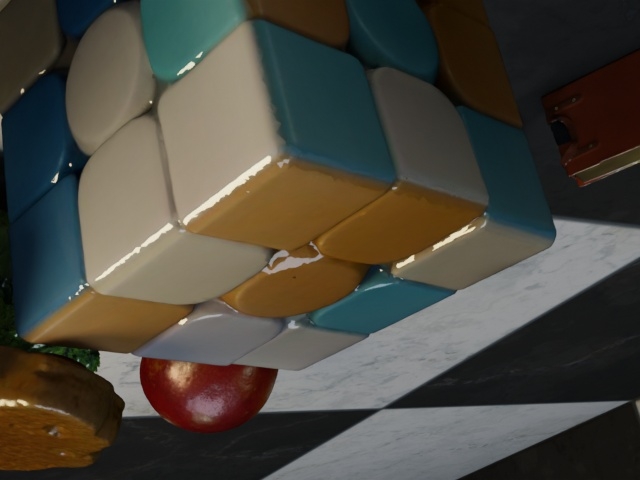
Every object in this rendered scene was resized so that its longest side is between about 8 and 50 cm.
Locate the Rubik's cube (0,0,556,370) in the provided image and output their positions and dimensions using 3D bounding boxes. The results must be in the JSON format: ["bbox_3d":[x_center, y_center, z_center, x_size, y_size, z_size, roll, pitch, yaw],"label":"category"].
[{"bbox_3d":[-0.054,-0.105,0.901,0.347,0.346,0.344,-32,149,35],"label":"Rubik's cube"}]

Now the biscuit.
[{"bbox_3d":[-0.356,0.136,0.889,0.359,0.074,0.381,6,152,-5],"label":"biscuit"}]

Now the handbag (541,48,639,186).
[{"bbox_3d":[0.385,-0.162,1.261,0.190,0.127,0.063,-25,151,24],"label":"handbag"}]

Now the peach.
[{"bbox_3d":[-0.190,0.224,1.721,0.244,0.199,0.243,-13,153,-7],"label":"peach"}]

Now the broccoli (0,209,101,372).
[{"bbox_3d":[-0.470,0.070,1.151,0.414,0.309,0.321,18,168,12],"label":"broccoli"}]
